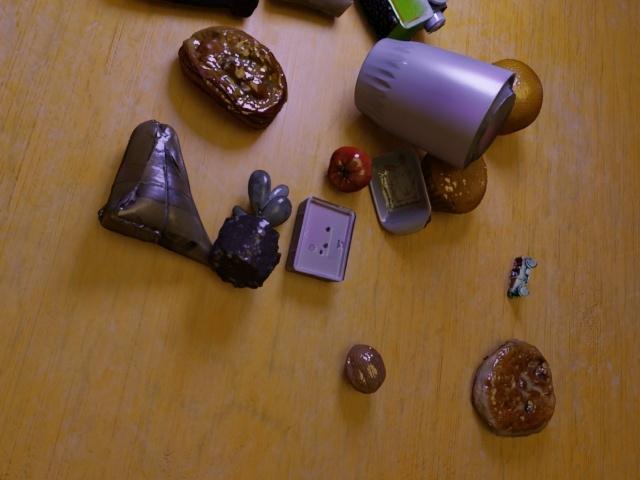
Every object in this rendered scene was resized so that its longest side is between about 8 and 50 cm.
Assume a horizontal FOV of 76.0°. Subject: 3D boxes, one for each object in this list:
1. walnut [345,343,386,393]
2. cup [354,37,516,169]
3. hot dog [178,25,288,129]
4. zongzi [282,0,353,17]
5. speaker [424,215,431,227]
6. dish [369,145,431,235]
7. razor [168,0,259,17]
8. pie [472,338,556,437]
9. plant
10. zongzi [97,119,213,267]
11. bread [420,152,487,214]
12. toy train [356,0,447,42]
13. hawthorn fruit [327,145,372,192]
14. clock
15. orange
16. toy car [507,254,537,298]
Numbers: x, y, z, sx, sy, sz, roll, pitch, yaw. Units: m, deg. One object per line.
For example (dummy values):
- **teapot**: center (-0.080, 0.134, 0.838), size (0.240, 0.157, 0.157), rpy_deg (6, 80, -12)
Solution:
- **walnut**: center (0.112, 0.324, 1.039), size (0.105, 0.105, 0.125), rpy_deg (-19, 76, -26)
- **cup**: center (0.292, -0.366, 1.077), size (0.371, 0.253, 0.253), rpy_deg (30, 66, 19)
- **hot dog**: center (-0.205, -0.399, 0.988), size (0.272, 0.122, 0.196), rpy_deg (39, 69, -17)
- **zongzi**: center (-0.030, -0.760, 1.140), size (0.227, 0.115, 0.257), rpy_deg (2, 71, -29)
- **speaker**: center (0.288, -0.068, 1.214), size (0.094, 0.060, 0.076), rpy_deg (17, 72, -59)
- **dish**: center (0.230, -0.133, 1.159), size (0.064, 0.153, 0.235), rpy_deg (-9, 85, -61)
- **razor**: center (-0.304, -0.659, 0.985), size (0.326, 0.107, 0.190), rpy_deg (-2, 83, -27)
- **pie**: center (0.608, 0.456, 1.262), size (0.314, 0.092, 0.316), rpy_deg (4, 80, -23)
- **plant**: center (-0.148, -0.027, 0.951), size (0.147, 0.148, 0.275), rpy_deg (69, 32, -50)
- **zongzi**: center (-0.303, -0.096, 0.911), size (0.289, 0.122, 0.261), rpy_deg (25, 66, -36)
- **bread**: center (0.395, -0.192, 1.228), size (0.239, 0.139, 0.240), rpy_deg (4, 81, -25)
- **toy train**: center (0.237, -0.752, 1.229), size (0.248, 0.173, 0.308), rpy_deg (-32, 97, -17)
- **hawthorn fruit**: center (0.088, -0.193, 1.095), size (0.140, 0.125, 0.125), rpy_deg (-20, 91, -24)
- **clock**: center (0.000, 0.000, 1.051), size (0.146, 0.071, 0.192), rpy_deg (17, 76, -22)
- **orange**: center (0.594, -0.457, 1.320), size (0.236, 0.236, 0.237), rpy_deg (4, 81, -25)
- **toy car**: center (0.655, 0.121, 1.343), size (0.054, 0.073, 0.143), rpy_deg (27, 72, -3)
